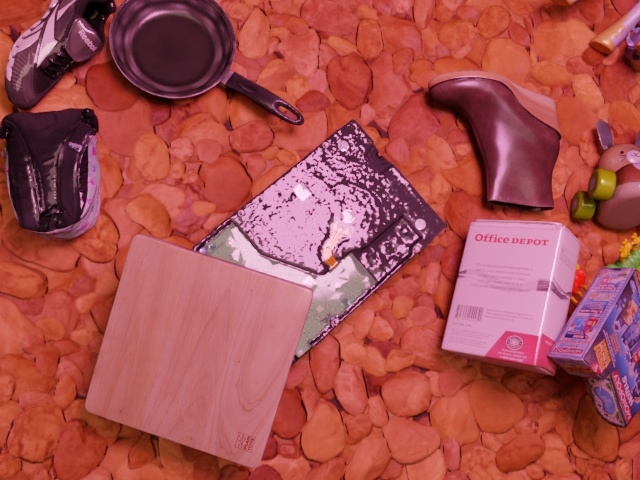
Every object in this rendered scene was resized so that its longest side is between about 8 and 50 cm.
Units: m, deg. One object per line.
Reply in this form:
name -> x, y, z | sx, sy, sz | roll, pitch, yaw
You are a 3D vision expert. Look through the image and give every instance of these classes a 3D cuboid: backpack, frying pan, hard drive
backpack -> -0.384, -0.092, 0.975 | 0.152, 0.115, 0.181 | -7, 82, 0
frying pan -> -0.174, -0.305, 1.085 | 0.326, 0.053, 0.197 | 12, 77, -10
hard drive -> 0.000, 0.000, 1.054 | 0.339, 0.064, 0.237 | -41, 89, -15

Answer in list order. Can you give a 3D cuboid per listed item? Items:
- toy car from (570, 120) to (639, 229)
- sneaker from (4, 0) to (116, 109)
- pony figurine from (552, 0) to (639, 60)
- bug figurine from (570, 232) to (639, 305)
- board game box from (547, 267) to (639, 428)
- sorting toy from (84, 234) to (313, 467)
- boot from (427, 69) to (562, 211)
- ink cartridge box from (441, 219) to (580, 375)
toy car -> 0.528, -0.125, 1.143 | 0.155, 0.149, 0.188 | 10, 66, 2
sneaker -> -0.389, -0.299, 1.015 | 0.106, 0.078, 0.234 | 18, 73, 25
pony figurine -> 0.623, -0.498, 1.179 | 0.351, 0.303, 0.363 | 34, 91, 6
bug figurine -> 0.499, 0.127, 1.115 | 0.216, 0.072, 0.279 | -35, 92, -8
board game box -> 0.425, 0.168, 0.997 | 0.194, 0.060, 0.194 | -30, 105, -34
sorting toy -> -0.165, 0.148, 0.944 | 0.256, 0.089, 0.257 | 18, 95, 4
boot -> 0.292, -0.166, 1.123 | 0.249, 0.090, 0.206 | 11, 76, -12
ink cartridge box -> 0.296, 0.084, 1.038 | 0.092, 0.159, 0.217 | 28, 73, -47
